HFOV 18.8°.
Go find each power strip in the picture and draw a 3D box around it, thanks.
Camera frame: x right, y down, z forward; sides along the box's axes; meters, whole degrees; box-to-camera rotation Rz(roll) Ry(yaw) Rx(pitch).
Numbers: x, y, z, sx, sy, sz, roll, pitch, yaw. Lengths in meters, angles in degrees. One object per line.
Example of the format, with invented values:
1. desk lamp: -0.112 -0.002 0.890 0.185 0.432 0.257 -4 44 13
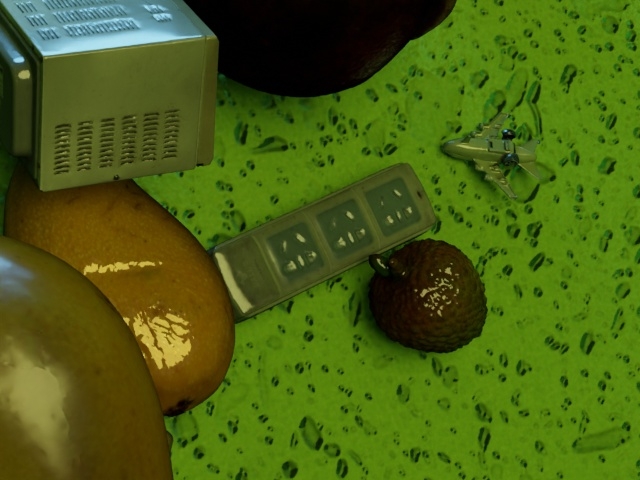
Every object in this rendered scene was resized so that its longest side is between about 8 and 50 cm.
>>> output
1. power strip: 0.000 0.000 1.896 0.272 0.052 0.078 -25 89 -26

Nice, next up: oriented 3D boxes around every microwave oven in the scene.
1. microwave oven: -0.220 -0.162 1.721 0.194 0.240 0.145 -13 127 -23

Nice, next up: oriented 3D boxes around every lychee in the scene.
1. lychee: 0.103 0.055 1.894 0.146 0.114 0.114 41 64 -35

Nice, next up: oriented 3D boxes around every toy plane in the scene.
1. toy plane: 0.179 -0.092 2.001 0.111 0.040 0.102 10 56 -23

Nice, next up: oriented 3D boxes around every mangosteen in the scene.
1. mangosteen: -0.005 -0.290 1.844 0.347 0.307 0.307 -8 81 -54

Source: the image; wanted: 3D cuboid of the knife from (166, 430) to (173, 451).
1. knife: -0.188 0.305 1.748 0.047 0.017 0.298 16 64 -6

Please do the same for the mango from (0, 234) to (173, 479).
1. mango: -0.258 0.211 1.619 0.300 0.232 0.446 -21 96 15

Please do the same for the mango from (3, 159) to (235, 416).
1. mango: -0.191 0.031 1.769 0.177 0.120 0.295 -27 73 -27
